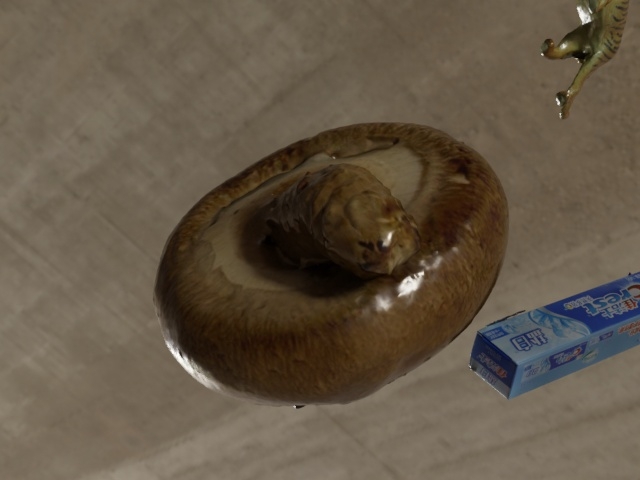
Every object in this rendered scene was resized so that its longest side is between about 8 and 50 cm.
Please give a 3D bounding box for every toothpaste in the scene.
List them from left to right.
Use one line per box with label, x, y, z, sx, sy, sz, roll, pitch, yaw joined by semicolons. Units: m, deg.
toothpaste;0.281;0.097;1.223;0.272;0.053;0.066;-15;-143;-35

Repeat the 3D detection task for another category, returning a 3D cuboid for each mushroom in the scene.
mushroom;0.005;0.020;1.083;0.345;0.239;0.345;0;-163;0

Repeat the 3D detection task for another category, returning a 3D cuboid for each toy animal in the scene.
toy animal;0.279;-0.231;1.134;0.099;0.241;0.057;-26;-135;-33
